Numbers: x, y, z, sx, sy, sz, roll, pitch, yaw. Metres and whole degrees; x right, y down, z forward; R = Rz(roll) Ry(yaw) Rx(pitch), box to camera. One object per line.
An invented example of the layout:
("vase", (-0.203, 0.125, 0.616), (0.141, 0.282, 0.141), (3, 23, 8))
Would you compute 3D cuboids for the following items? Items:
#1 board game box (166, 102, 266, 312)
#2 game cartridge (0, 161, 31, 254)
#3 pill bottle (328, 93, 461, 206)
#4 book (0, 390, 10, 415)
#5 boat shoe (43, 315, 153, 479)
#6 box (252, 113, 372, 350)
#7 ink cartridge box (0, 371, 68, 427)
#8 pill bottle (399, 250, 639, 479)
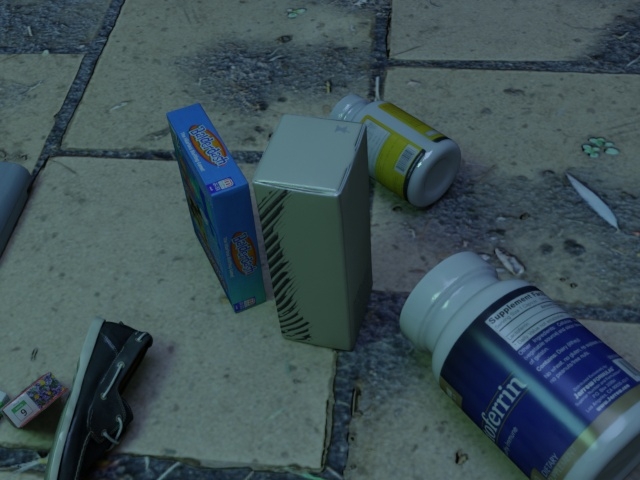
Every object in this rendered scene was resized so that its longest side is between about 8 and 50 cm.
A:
("board game box", (-0.125, -0.037, 0.964), (0.047, 0.210, 0.160), (-21, 51, -15))
("game cartridge", (-0.576, -0.030, 1.095), (0.297, 0.062, 0.198), (2, 44, 5))
("pill bottle", (0.098, -0.133, 1.105), (0.103, 0.103, 0.184), (-36, 55, -25))
("book", (-0.427, 0.221, 0.876), (0.096, 0.035, 0.144), (15, 51, 12))
("boat shoe", (-0.244, 0.194, 0.857), (0.079, 0.084, 0.233), (20, 54, -13))
("box", (0.000, 0.000, 0.878), (0.094, 0.275, 0.113), (9, 50, 14))
("ink cartridge box", (-0.314, 0.174, 0.859), (0.063, 0.115, 0.029), (-41, 96, -26))
("pill bottle", (0.214, 0.136, 0.826), (0.153, 0.153, 0.264), (-30, 53, -21))
